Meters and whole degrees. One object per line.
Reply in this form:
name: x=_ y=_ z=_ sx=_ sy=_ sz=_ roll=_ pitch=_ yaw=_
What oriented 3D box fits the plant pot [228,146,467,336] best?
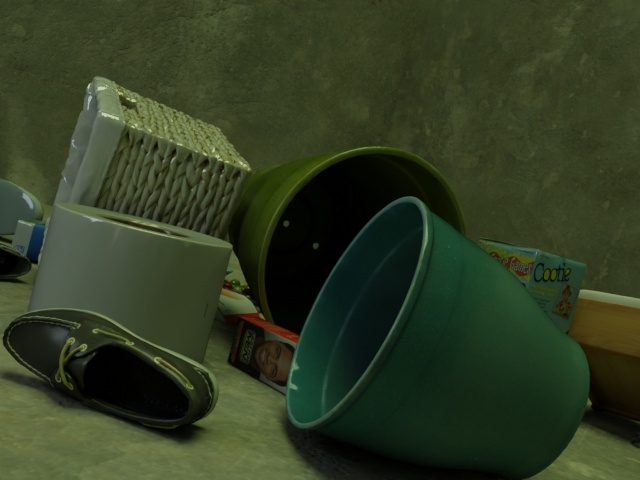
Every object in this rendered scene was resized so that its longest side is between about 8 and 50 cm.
plant pot: x=0.000 y=0.000 z=1.207 sx=0.367 sy=0.366 sz=0.353 roll=14 pitch=6 yaw=-29

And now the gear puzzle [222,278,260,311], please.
gear puzzle: x=-0.179 y=0.120 z=1.645 sx=0.176 sy=0.044 sz=0.339 roll=15 pitch=2 yaw=14

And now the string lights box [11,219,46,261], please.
string lights box: x=-0.503 y=0.025 z=1.462 sx=0.260 sy=0.076 sz=0.133 roll=15 pitch=1 yaw=-7

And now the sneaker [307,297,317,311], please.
sneaker: x=0.094 y=0.167 z=1.367 sx=0.331 sy=0.122 sz=0.146 roll=1 pitch=13 yaw=-20

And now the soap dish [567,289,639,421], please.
soap dish: x=0.577 y=0.228 z=1.261 sx=0.229 sy=0.118 sz=0.290 roll=9 pitch=-36 yaw=48

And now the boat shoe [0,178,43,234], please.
boat shoe: x=-0.819 y=-0.079 z=1.670 sx=0.368 sy=0.135 sz=0.156 roll=5 pitch=-3 yaw=10

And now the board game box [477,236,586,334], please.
board game box: x=0.348 y=0.150 z=1.242 sx=0.144 sy=0.275 sz=0.142 roll=14 pitch=2 yaw=-34

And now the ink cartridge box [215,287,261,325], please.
ink cartridge box: x=-0.170 y=0.133 z=1.357 sx=0.180 sy=0.045 sz=0.145 roll=12 pitch=1 yaw=23

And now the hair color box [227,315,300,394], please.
hair color box: x=-0.065 y=0.157 z=0.944 sx=0.043 sy=0.071 sz=0.141 roll=12 pitch=3 yaw=-45

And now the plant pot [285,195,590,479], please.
plant pot: x=0.139 y=0.129 z=0.760 sx=0.255 sy=0.271 sz=0.272 roll=28 pitch=-2 yaw=-14

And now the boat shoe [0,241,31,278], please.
boat shoe: x=-0.569 y=0.019 z=1.099 sx=0.070 sy=0.077 sz=0.219 roll=14 pitch=0 yaw=32

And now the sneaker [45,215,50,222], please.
sneaker: x=-0.596 y=-0.003 z=1.697 sx=0.124 sy=0.107 sz=0.283 roll=29 pitch=4 yaw=-7

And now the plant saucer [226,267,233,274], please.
plant saucer: x=-0.338 y=0.076 z=1.888 sx=0.195 sy=0.037 sz=0.195 roll=15 pitch=1 yaw=0

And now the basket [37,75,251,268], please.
basket: x=-0.321 y=-0.077 z=1.219 sx=0.267 sy=0.331 sz=0.328 roll=16 pitch=16 yaw=-25

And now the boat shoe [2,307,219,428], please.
boat shoe: x=-0.213 y=0.121 z=0.673 sx=0.228 sy=0.081 sz=0.069 roll=17 pitch=-2 yaw=6

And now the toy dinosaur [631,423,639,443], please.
toy dinosaur: x=0.590 y=0.329 z=1.122 sx=0.268 sy=0.064 sz=0.118 roll=9 pitch=12 yaw=-42

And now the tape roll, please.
tape roll: x=-0.258 y=0.058 z=0.936 sx=0.246 sy=0.169 sz=0.246 roll=15 pitch=2 yaw=0
